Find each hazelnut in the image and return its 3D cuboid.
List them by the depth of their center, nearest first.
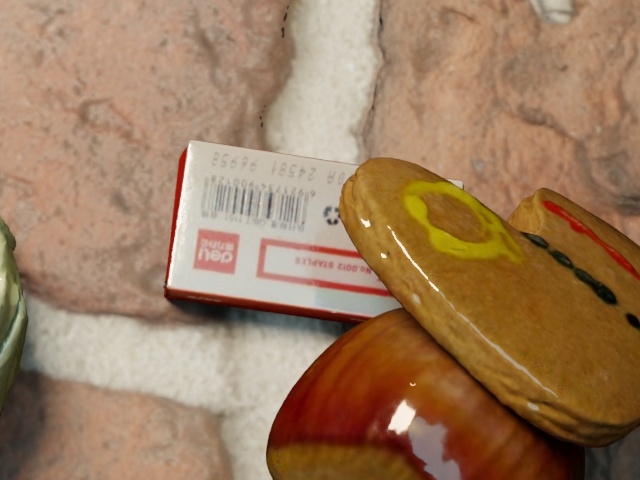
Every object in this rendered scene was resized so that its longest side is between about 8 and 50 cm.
[{"bbox_3d":[0.079,0.151,1.110,0.212,0.181,0.181,42,116,9],"label":"hazelnut"}]

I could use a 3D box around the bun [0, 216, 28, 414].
[{"bbox_3d":[-0.301,0.046,1.031,0.283,0.179,0.283,12,71,-41],"label":"bun"}]

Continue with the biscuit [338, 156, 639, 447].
[{"bbox_3d":[0.161,0.021,1.137,0.262,0.052,0.277,49,34,16],"label":"biscuit"}]

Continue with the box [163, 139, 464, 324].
[{"bbox_3d":[0.000,0.000,1.197,0.229,0.050,0.122,8,75,-6],"label":"box"}]
